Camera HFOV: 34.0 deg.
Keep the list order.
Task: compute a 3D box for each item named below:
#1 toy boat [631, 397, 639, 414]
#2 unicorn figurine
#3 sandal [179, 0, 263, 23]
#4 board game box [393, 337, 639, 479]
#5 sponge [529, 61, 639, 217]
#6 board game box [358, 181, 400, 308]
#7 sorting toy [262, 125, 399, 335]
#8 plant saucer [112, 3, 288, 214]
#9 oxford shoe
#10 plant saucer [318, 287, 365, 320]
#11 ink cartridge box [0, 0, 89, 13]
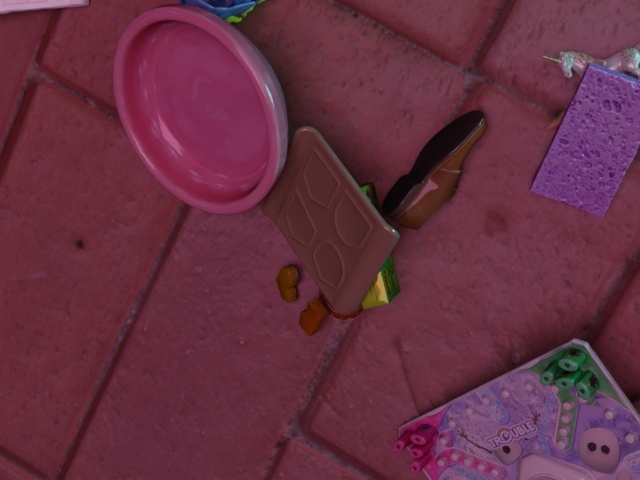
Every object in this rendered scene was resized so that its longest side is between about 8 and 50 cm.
[{"bbox_3d":[0.496,0.347,1.530,0.151,0.151,0.231,-33,90,11],"label":"toy boat"},{"bbox_3d":[0.412,-0.239,1.516,0.162,0.060,0.111,-21,88,2],"label":"unicorn figurine"},{"bbox_3d":[-0.092,-0.418,1.574,0.317,0.138,0.126,-34,87,15],"label":"sandal"},{"bbox_3d":[0.343,0.384,1.555,0.390,0.050,0.390,-36,88,41],"label":"board game box"},{"bbox_3d":[0.397,-0.142,1.511,0.117,0.031,0.210,22,119,3],"label":"sponge"},{"bbox_3d":[0.074,0.006,1.620,0.043,0.092,0.181,-13,96,17],"label":"board game box"},{"bbox_3d":[0.000,0.000,1.607,0.229,0.041,0.307,52,141,21],"label":"sorting toy"},{"bbox_3d":[-0.173,-0.203,1.600,0.332,0.084,0.332,22,129,30],"label":"plant saucer"},{"bbox_3d":[0.187,-0.106,1.596,0.076,0.076,0.212,34,105,-24],"label":"oxford shoe"},{"bbox_3d":[0.038,0.088,1.684,0.084,0.013,0.083,3,100,14],"label":"plant saucer"},{"bbox_3d":[-0.583,-0.521,1.732,0.385,0.091,0.308,-5,97,-2],"label":"ink cartridge box"}]
